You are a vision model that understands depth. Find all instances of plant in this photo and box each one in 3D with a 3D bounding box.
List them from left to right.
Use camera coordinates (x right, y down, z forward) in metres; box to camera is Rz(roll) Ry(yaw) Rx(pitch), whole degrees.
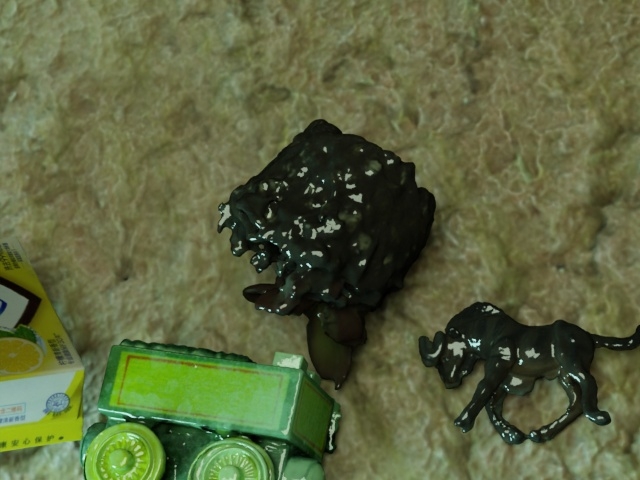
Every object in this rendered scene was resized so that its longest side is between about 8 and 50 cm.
[{"bbox_3d":[0.000,0.000,1.804,0.178,0.204,0.234,32,83,43],"label":"plant"}]

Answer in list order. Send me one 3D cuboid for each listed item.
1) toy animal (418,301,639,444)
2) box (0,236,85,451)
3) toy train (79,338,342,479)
[{"bbox_3d":[0.214,0.129,1.756,0.233,0.084,0.148,-5,69,17],"label":"toy animal"},{"bbox_3d":[-0.364,0.110,1.814,0.168,0.097,0.265,-5,34,-23],"label":"box"},{"bbox_3d":[-0.118,0.208,1.778,0.272,0.159,0.188,7,72,19],"label":"toy train"}]
